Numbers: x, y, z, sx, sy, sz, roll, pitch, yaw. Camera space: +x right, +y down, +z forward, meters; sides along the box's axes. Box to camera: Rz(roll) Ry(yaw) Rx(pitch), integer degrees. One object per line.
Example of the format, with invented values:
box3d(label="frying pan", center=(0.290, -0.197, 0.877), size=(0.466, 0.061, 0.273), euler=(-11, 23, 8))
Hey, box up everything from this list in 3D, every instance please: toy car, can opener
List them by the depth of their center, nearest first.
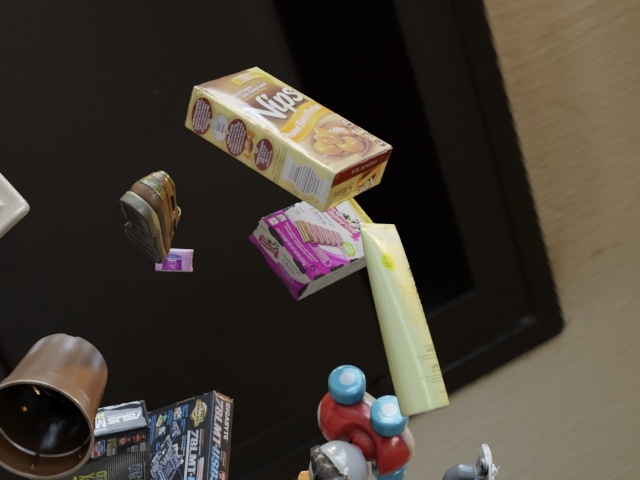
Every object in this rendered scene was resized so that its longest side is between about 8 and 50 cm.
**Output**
box3d(label="can opener", center=(0.231, 0.430, 1.775), size=(0.280, 0.093, 0.074), euler=(95, -3, -45))
box3d(label="toy car", center=(0.038, 0.407, 2.087), size=(0.210, 0.238, 0.219), euler=(34, -32, 28))

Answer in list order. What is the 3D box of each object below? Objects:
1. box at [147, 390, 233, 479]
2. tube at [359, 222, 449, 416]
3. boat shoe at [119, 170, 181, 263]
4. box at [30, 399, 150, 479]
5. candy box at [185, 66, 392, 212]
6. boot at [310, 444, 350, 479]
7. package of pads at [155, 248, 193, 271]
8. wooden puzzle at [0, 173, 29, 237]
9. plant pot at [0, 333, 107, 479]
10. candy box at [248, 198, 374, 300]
box3d(label="box", center=(-0.317, 0.490, 2.281), size=(0.073, 0.293, 0.295), euler=(36, 43, -43))
box3d(label="tube", center=(0.099, 0.093, 1.335), size=(0.070, 0.062, 0.240), euler=(125, -48, -75))
box3d(label="boat shoe", center=(-0.328, -0.043, 2.204), size=(0.111, 0.104, 0.307), euler=(38, -19, 5))
box3d(label="box", center=(-0.422, 0.409, 1.992), size=(0.270, 0.216, 0.060), euler=(101, -27, -46))
box3d(label="candy box", center=(-0.057, -0.182, 1.907), size=(0.316, 0.183, 0.087), euler=(33, -56, 21))
box3d(label="boot", center=(0.053, 0.489, 1.883), size=(0.229, 0.091, 0.263), euler=(166, -95, -83))
box3d(label="package of pads", center=(-0.323, 0.044, 2.415), size=(0.032, 0.083, 0.050), euler=(-126, -142, -85))
box3d(label="wooden puzzle", center=(-0.688, -0.046, 1.787), size=(0.348, 0.322, 0.080), euler=(42, -8, 31))
box3d(label="plant pot", center=(-0.389, 0.229, 1.577), size=(0.165, 0.167, 0.167), euler=(-81, 156, -65))
box3d(label="candy box", center=(0.000, 0.000, 2.099), size=(0.159, 0.233, 0.071), euler=(51, -46, 14))
